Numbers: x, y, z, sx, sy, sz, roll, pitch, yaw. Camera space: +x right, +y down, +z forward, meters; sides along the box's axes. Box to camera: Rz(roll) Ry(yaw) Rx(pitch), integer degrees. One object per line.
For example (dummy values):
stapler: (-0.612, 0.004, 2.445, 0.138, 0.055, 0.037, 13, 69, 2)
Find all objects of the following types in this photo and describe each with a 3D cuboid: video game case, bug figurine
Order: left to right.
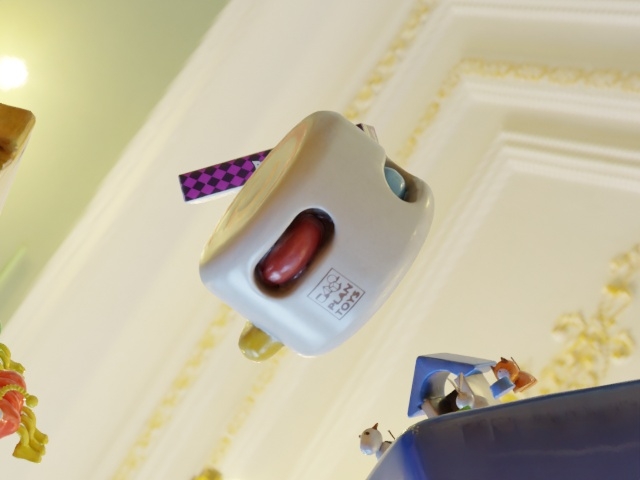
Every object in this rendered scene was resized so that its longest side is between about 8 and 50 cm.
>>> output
bug figurine: (-0.351, 0.094, 1.089, 0.216, 0.279, 0.072, -107, -147, -71)
video game case: (-0.045, -0.097, 1.659, 0.232, 0.042, 0.210, -15, -178, 7)

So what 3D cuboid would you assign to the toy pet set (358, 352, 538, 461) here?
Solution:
toy pet set: (0.081, 0.098, 0.869, 0.122, 0.114, 0.065, -40, -109, 23)

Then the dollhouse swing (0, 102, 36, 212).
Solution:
dollhouse swing: (-0.421, 0.032, 0.876, 0.315, 0.305, 0.347, -49, -166, 56)

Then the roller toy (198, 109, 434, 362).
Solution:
roller toy: (0.000, 0.000, 1.162, 0.209, 0.146, 0.191, -59, -167, -26)

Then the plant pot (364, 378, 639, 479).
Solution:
plant pot: (0.143, 0.194, 0.588, 0.236, 0.236, 0.212, -7, -114, -13)
